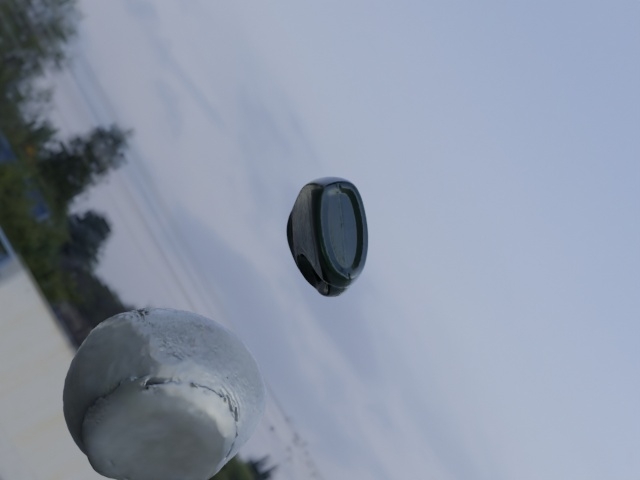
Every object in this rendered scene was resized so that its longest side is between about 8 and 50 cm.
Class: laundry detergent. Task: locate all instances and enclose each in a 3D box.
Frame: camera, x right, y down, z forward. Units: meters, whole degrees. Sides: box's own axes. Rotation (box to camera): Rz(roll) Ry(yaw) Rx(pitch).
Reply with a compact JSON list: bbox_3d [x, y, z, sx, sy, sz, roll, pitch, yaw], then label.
[{"bbox_3d":[0.000,0.000,1.629,0.211,0.063,0.137,158,-77,-75],"label":"laundry detergent"}]

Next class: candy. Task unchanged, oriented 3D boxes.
[{"bbox_3d":[-0.213,0.205,1.887,0.185,0.295,0.295,-116,-175,-49],"label":"candy"}]
